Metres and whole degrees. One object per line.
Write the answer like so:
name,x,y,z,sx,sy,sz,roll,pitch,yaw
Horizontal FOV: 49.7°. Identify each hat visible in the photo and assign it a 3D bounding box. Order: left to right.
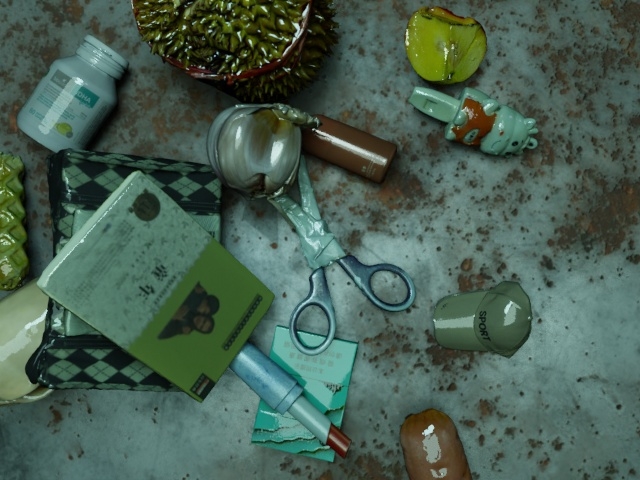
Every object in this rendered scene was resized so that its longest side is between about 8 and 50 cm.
hat,0.296,0.155,1.271,0.175,0.085,0.147,-7,89,2

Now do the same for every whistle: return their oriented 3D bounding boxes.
whistle,0.284,-0.222,1.271,0.253,0.106,0.102,23,111,-3

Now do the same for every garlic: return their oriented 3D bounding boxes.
garlic,-0.069,-0.144,1.213,0.207,0.207,0.257,-42,113,1

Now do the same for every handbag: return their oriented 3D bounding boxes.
handbag,-0.336,0.057,1.206,0.316,0.180,0.416,3,89,-36

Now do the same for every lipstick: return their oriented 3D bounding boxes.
lipstick,-0.050,0.292,1.253,0.274,0.061,0.068,40,89,6

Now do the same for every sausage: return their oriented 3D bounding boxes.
sausage,0.218,0.434,1.257,0.113,0.113,0.259,-14,89,3

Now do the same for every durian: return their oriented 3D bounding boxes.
durian,-0.138,-0.399,1.162,0.347,0.384,0.348,-1,79,6

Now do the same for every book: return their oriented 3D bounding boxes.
book,-0.253,0.083,1.147,0.352,0.035,0.239,45,70,-29

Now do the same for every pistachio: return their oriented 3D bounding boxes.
pistachio,-0.534,0.178,1.266,0.214,0.193,0.318,40,77,23

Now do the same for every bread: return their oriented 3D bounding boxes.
bread,-0.594,-0.033,1.292,0.098,0.087,0.269,-14,70,4

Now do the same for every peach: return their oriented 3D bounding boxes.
peach,0.221,-0.358,1.278,0.151,0.118,0.151,-6,113,-13

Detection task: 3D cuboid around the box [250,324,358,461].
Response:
box,-0.029,0.287,1.306,0.161,0.042,0.226,12,88,4

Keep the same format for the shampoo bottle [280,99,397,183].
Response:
shampoo bottle,0.021,-0.188,1.299,0.244,0.085,0.085,26,90,6

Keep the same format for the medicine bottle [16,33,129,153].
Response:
medicine bottle,-0.457,-0.272,1.298,0.135,0.135,0.215,34,91,3

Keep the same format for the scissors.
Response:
scissors,0.000,0.000,1.308,0.256,0.029,0.383,-24,83,-10
